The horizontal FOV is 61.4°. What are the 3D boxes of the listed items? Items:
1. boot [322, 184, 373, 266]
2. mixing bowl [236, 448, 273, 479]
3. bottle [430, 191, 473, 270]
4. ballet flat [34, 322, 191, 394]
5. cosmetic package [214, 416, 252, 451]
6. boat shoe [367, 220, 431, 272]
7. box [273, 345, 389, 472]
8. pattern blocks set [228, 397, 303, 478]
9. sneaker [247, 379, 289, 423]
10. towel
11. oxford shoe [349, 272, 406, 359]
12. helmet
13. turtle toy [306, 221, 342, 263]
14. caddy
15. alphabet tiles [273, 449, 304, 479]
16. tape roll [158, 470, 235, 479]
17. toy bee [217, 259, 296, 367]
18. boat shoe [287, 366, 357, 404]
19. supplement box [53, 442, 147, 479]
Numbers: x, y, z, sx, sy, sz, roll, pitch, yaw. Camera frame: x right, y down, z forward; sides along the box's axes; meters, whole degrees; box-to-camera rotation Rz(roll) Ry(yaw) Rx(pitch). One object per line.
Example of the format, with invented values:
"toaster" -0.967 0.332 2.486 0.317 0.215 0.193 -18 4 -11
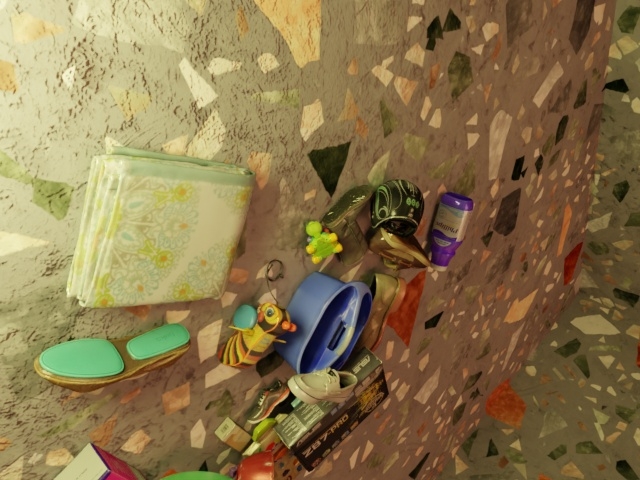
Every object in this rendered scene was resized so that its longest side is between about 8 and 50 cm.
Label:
"boot" 0.107 -0.040 1.596 0.189 0.076 0.209 -39 131 -5
"mixing bowl" -0.196 0.705 1.575 0.098 0.181 0.182 7 111 -11
"bottle" 0.464 -0.028 1.957 0.092 0.118 0.283 -16 125 -53
"ballet flat" -0.446 0.269 1.175 0.342 0.116 0.124 -10 139 -48
"cosmetic package" -0.257 0.577 1.599 0.060 0.041 0.115 -49 140 -15
"boat shoe" 0.261 0.039 1.801 0.123 0.123 0.342 -37 151 18
"box" 0.052 0.566 1.796 0.394 0.097 0.318 -39 144 -16
"pattern blocks set" -0.159 0.638 1.716 0.324 0.026 0.286 -36 144 -26
"sneaker" -0.169 0.487 1.644 0.158 0.061 0.065 -40 110 -25
"towel" -0.321 -0.019 1.137 0.374 0.090 0.321 1 114 -48
"oxford shoe" 0.158 0.260 1.833 0.130 0.123 0.349 20 104 -19
"helmet" 0.230 -0.104 1.612 0.169 0.169 0.162 46 42 -50
"turtle toy" 0.000 0.000 1.508 0.095 0.066 0.130 -27 137 1
"caddy" 0.022 0.260 1.603 0.241 0.179 0.342 25 93 -50
"alphabet tiles" -0.079 0.733 1.913 0.342 0.011 0.285 -40 137 -25
"tape roll" -0.342 0.763 1.456 0.320 0.077 0.322 -4 118 -7
"toy bee" -0.151 0.221 1.407 0.195 0.162 0.299 -1 113 -45
"boat shoe" 0.016 0.403 1.519 0.088 0.096 0.267 -50 139 12
"supplement box" -0.504 0.595 1.285 0.111 0.113 0.220 -46 138 -19
